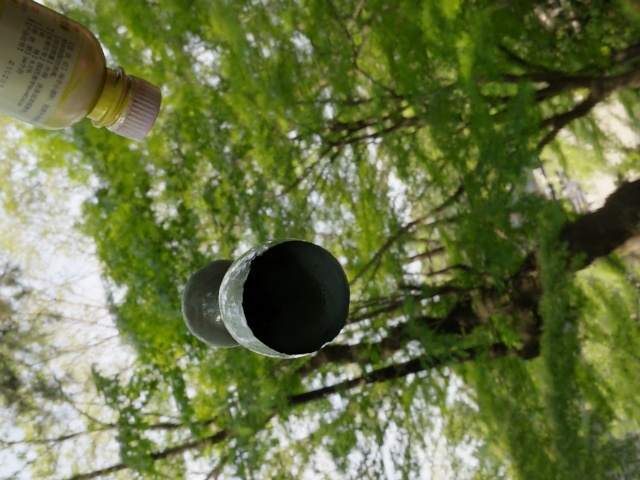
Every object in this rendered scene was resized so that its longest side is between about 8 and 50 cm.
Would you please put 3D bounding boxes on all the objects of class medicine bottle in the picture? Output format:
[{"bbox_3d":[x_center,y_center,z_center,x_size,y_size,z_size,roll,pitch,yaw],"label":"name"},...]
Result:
[{"bbox_3d":[-0.278,-0.176,0.827,0.212,0.122,0.122,21,-135,-35],"label":"medicine bottle"}]

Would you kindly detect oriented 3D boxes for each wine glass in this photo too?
[{"bbox_3d":[0.000,0.000,0.727,0.096,0.264,0.309,50,163,-6],"label":"wine glass"}]
